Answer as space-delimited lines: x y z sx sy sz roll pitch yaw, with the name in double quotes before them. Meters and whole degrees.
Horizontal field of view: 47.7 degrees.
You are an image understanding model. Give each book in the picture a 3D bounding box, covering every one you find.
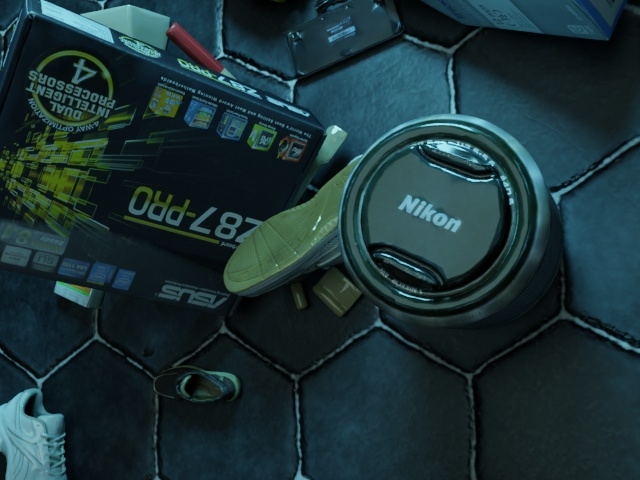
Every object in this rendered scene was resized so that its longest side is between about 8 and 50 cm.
"book" -0.393 0.032 1.221 0.096 0.035 0.144 17 89 29

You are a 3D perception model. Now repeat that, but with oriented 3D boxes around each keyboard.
"keyboard" 0.030 -0.320 1.079 0.180 0.023 0.108 -19 81 21

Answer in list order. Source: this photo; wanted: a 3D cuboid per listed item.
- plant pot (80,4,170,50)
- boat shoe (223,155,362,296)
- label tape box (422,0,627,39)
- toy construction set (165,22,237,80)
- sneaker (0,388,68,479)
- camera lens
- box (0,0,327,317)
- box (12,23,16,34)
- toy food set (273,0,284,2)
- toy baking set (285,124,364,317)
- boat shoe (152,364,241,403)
"plant pot" -0.321 -0.324 1.204 0.109 0.109 0.096 -2 94 25
"boat shoe" 0.000 0.000 0.974 0.277 0.096 0.098 -34 47 7
"label tape box" 0.249 -0.408 0.925 0.347 0.115 0.249 27 95 49
"toy construction set" -0.221 -0.136 1.086 0.237 0.257 0.308 41 125 -19
"sneaker" -0.453 0.339 1.175 0.115 0.090 0.232 -44 68 10
"camera lens" 0.158 -0.009 0.827 0.219 0.274 0.220 -3 82 23
"box" -0.232 -0.084 0.939 0.318 0.394 0.097 -60 34 20
"box" -0.529 -0.305 1.318 0.054 0.059 0.169 1 83 28
"toy food set" -0.108 -0.436 1.142 0.218 0.071 0.128 38 75 23
"toy baking set" 0.017 -0.023 1.039 0.196 0.030 0.256 -25 79 14
"boat shoe" -0.194 0.216 1.089 0.152 0.049 0.056 -5 81 25
